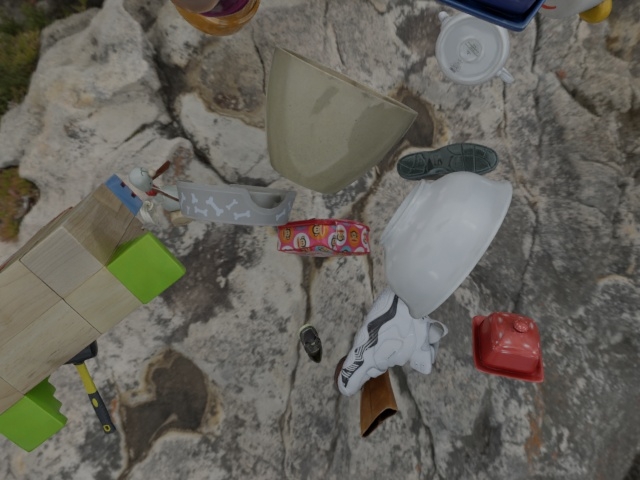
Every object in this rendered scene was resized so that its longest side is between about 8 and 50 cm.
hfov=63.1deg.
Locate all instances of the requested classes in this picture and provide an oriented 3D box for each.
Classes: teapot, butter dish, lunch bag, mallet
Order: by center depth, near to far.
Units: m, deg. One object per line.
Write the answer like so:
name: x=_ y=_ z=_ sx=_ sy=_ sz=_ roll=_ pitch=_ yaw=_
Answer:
mallet: x=-0.355 y=0.222 z=0.782 sx=0.062 sy=0.039 sz=0.189 roll=-5 pitch=118 yaw=-9
butter dish: x=0.435 y=0.220 z=1.180 sx=0.160 sy=0.160 sz=0.118 roll=10 pitch=137 yaw=4
lunch bag: x=0.000 y=0.000 z=1.741 sx=0.258 sy=0.293 sz=0.120 roll=-7 pitch=81 yaw=39
teapot: x=0.517 y=-0.644 z=1.748 sx=0.252 sy=0.187 sz=0.256 roll=2 pitch=113 yaw=22

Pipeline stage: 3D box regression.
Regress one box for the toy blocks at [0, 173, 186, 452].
toy blocks: x=-0.315 y=0.062 z=0.577 sx=0.381 sy=0.261 sz=0.191 roll=-37 pitch=111 yaw=7

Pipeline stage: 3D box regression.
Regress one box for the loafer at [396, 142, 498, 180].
loafer: x=0.347 y=-0.208 z=1.435 sx=0.267 sy=0.084 sz=0.096 roll=-2 pitch=79 yaw=16

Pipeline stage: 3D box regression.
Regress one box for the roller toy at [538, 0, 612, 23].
roller toy: x=0.510 y=-0.550 z=1.026 sx=0.146 sy=0.191 sz=0.209 roll=-25 pitch=66 yaw=-13

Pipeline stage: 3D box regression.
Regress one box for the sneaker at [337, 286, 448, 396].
sneaker: x=0.191 y=0.319 z=1.418 sx=0.210 sy=0.137 sz=0.366 roll=27 pitch=116 yaw=12

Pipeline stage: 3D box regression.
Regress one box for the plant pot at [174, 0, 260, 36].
plant pot: x=-0.203 y=-0.576 z=1.120 sx=0.205 sy=0.188 sz=0.205 roll=2 pitch=86 yaw=-30

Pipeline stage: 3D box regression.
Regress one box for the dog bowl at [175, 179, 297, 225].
dog bowl: x=-0.244 y=-0.110 z=1.510 sx=0.349 sy=0.349 sz=0.102 roll=6 pitch=96 yaw=8

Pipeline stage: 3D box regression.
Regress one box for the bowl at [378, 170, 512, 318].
bowl: x=0.199 y=-0.017 z=0.947 sx=0.134 sy=0.298 sz=0.298 roll=33 pitch=99 yaw=1

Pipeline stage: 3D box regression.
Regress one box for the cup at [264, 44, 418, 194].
cup: x=0.010 y=-0.243 z=1.138 sx=0.331 sy=0.331 sz=0.237 roll=29 pitch=110 yaw=6

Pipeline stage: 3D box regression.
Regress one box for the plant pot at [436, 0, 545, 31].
plant pot: x=0.286 y=-0.484 z=0.814 sx=0.236 sy=0.212 sz=0.236 roll=32 pitch=82 yaw=20

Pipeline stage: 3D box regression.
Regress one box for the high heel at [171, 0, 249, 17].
high heel: x=-0.052 y=-0.391 z=0.465 sx=0.127 sy=0.181 sz=0.377 roll=26 pitch=113 yaw=-15

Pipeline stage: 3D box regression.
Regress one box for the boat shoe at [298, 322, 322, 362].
boat shoe: x=-0.020 y=0.278 z=1.406 sx=0.056 sy=0.152 sz=0.049 roll=-30 pitch=49 yaw=-9

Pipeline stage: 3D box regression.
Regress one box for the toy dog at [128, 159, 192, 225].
toy dog: x=-0.536 y=-0.179 z=1.908 sx=0.161 sy=0.334 sz=0.220 roll=-23 pitch=87 yaw=9

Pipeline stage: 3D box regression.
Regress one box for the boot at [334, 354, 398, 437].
boot: x=0.133 y=0.462 z=1.566 sx=0.096 sy=0.280 sz=0.264 roll=30 pitch=122 yaw=-25
